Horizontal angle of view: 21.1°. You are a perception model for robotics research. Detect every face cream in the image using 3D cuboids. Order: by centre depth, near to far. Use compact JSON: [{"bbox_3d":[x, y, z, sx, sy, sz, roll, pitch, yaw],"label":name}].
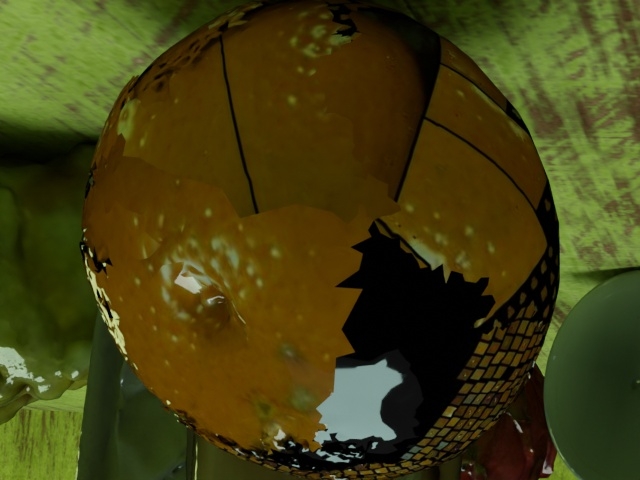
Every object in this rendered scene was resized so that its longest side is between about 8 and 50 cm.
[{"bbox_3d":[0.328,0.136,1.494,0.187,0.201,0.201,14,166,-43],"label":"face cream"}]

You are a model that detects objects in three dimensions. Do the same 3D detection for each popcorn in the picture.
[{"bbox_3d":[-0.193,0.037,1.147,0.226,0.203,0.200,22,158,-1],"label":"popcorn"}]

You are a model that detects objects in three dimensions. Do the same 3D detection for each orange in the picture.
[{"bbox_3d":[0.000,0.000,0.796,0.234,0.234,0.182,-6,-172,44],"label":"orange"}]

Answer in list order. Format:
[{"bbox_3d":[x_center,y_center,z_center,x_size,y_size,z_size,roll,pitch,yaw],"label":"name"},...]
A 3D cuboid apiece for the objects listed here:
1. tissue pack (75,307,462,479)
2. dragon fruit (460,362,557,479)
[{"bbox_3d":[-0.023,0.075,1.003,0.239,0.305,0.238,6,170,1],"label":"tissue pack"},{"bbox_3d":[0.090,0.189,1.688,0.343,0.277,0.277,16,164,-41],"label":"dragon fruit"}]
